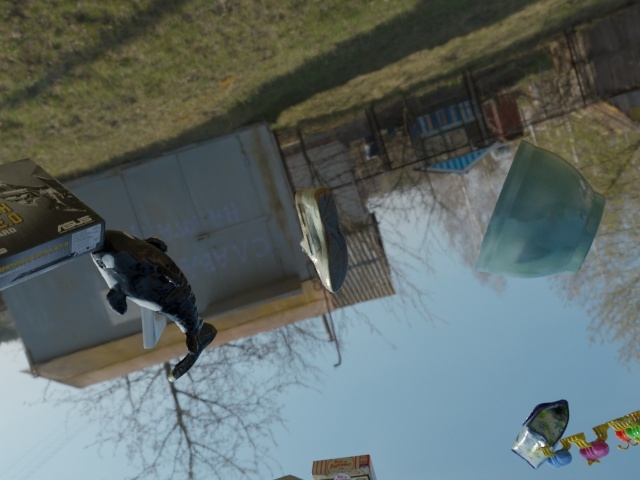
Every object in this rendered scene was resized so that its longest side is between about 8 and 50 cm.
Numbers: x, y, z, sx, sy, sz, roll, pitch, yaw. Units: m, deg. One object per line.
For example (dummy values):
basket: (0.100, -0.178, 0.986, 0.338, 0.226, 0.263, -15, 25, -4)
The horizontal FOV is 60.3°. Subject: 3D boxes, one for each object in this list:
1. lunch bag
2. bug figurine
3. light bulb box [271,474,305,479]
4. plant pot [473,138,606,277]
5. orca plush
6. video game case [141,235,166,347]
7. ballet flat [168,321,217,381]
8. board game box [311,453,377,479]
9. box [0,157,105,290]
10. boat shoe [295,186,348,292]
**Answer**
lunch bag: (0.576, 0.488, 1.421, 0.151, 0.096, 0.128, -30, 146, -33)
bug figurine: (0.649, 0.459, 1.259, 0.279, 0.072, 0.216, -17, 153, -7)
light bulb box: (-0.121, 0.632, 1.038, 0.361, 0.225, 0.358, -4, 172, -33)
plant pot: (0.464, -0.042, 1.153, 0.196, 0.293, 0.293, 21, -163, 16)
orca plush: (-0.285, 0.092, 0.983, 0.102, 0.287, 0.151, 0, -147, 43)
video game case: (-0.362, 0.104, 1.192, 0.023, 0.212, 0.193, -3, -174, -8)
ballet flat: (-0.313, 0.267, 1.324, 0.173, 0.049, 0.057, -52, -165, 4)
board game box: (0.072, 0.630, 1.379, 0.147, 0.193, 0.045, -10, -157, 10)
box: (-0.441, -0.018, 0.733, 0.231, 0.183, 0.056, -31, 150, -48)
boat shoe: (0.000, 0.000, 1.515, 0.098, 0.302, 0.109, 2, -155, 33)
